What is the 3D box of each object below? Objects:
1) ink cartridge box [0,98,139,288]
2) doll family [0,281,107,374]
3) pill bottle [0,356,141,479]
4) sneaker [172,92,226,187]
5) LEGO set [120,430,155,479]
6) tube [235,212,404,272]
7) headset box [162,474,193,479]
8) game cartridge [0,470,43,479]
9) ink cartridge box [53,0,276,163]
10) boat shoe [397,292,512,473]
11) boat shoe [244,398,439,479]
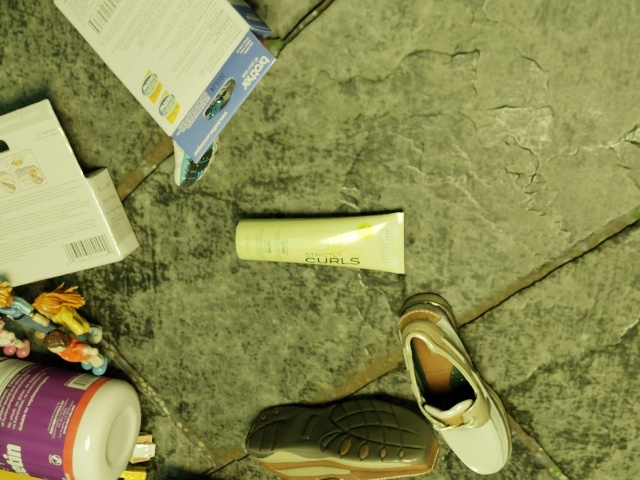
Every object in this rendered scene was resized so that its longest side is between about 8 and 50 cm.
[{"bbox_3d":[-0.468,-0.065,1.119,0.296,0.066,0.261,-13,109,21],"label":"ink cartridge box"},{"bbox_3d":[-0.465,0.125,1.159,0.263,0.118,0.163,6,155,18],"label":"doll family"},{"bbox_3d":[-0.483,0.300,1.198,0.323,0.181,0.181,8,115,12],"label":"pill bottle"},{"bbox_3d":[-0.188,-0.170,0.998,0.083,0.071,0.190,20,109,14],"label":"sneaker"},{"bbox_3d":[-0.321,0.485,1.320,0.132,0.107,0.286,-26,101,-11],"label":"LEGO set"},{"bbox_3d":[0.000,0.000,1.018,0.240,0.062,0.070,2,154,10],"label":"tube"},{"bbox_3d":[-0.181,0.561,1.211,0.247,0.131,0.282,13,98,-3],"label":"headset box"},{"bbox_3d":[-0.558,0.444,1.293,0.324,0.052,0.285,10,77,13],"label":"game cartridge"},{"bbox_3d":[-0.193,-0.271,0.908,0.311,0.065,0.186,50,117,12],"label":"ink cartridge box"},{"bbox_3d":[0.189,0.230,1.034,0.113,0.103,0.302,-23,105,24],"label":"boat shoe"},{"bbox_3d":[0.036,0.330,1.115,0.324,0.122,0.119,-6,122,34],"label":"boat shoe"}]
